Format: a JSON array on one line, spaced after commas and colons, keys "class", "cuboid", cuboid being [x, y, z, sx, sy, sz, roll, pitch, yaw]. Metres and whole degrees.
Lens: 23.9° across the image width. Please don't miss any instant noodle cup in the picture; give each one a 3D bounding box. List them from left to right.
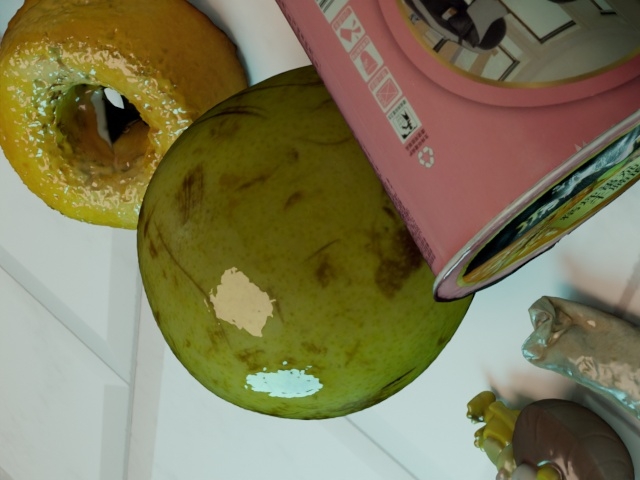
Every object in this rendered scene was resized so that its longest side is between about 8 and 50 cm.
[{"class": "instant noodle cup", "cuboid": [0.096, -0.126, 0.957, 0.255, 0.244, 0.244, 55, 149, 14]}]

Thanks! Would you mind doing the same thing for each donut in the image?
[{"class": "donut", "cuboid": [-0.182, -0.117, 1.355, 0.253, 0.118, 0.253, 15, 133, 17]}]

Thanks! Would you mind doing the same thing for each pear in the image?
[{"class": "pear", "cuboid": [0.000, 0.000, 1.143, 0.283, 0.283, 0.283, 32, 142, 29]}]

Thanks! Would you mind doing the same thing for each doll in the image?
[{"class": "doll", "cuboid": [0.189, 0.196, 1.245, 0.188, 0.096, 0.145, -9, 106, 65]}]

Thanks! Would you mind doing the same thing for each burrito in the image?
[{"class": "burrito", "cuboid": [0.266, 0.120, 1.104, 0.275, 0.059, 0.082, 28, 133, 34]}]

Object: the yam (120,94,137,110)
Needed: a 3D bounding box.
[{"class": "yam", "cuboid": [-0.180, -0.162, 1.412, 0.045, 0.045, 0.326, 48, 156, 53]}]
